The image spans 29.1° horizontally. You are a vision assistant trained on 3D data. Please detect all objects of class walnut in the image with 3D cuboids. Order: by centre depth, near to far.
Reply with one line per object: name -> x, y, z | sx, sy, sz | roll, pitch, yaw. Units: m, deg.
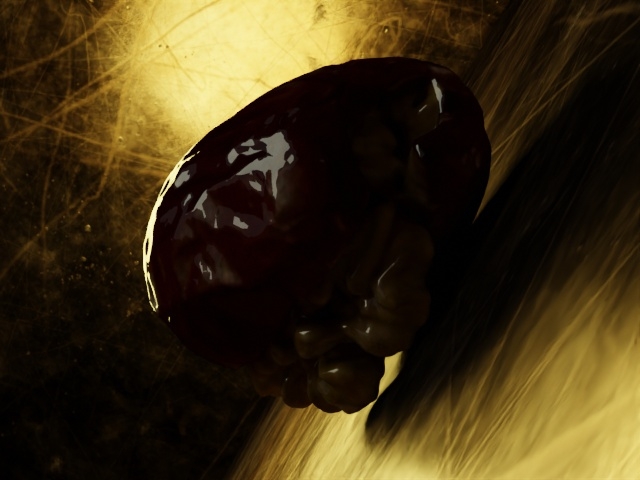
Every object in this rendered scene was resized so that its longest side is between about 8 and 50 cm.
walnut -> 0.000, 0.000, 0.904 | 0.269, 0.222, 0.244 | 134, 136, -53
